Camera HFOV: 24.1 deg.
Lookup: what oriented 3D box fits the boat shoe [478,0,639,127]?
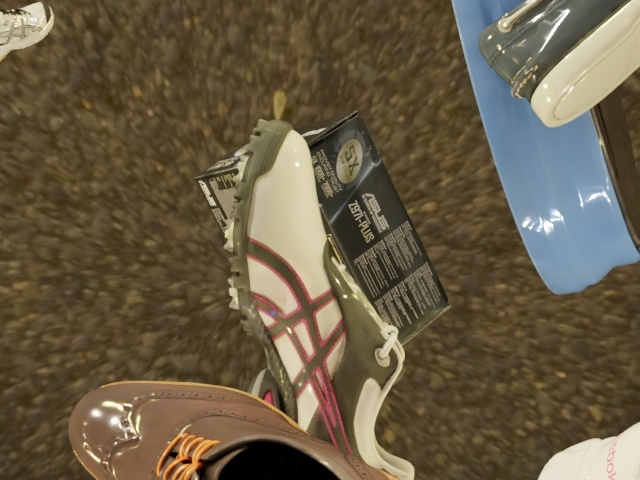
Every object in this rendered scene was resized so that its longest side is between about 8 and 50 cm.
[{"bbox_3d":[0.204,-0.177,0.881,0.254,0.095,0.079,-44,72,12],"label":"boat shoe"}]

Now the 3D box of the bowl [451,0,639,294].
[{"bbox_3d":[0.180,-0.153,1.185,0.077,0.391,0.391,-13,89,16],"label":"bowl"}]

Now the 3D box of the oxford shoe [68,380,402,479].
[{"bbox_3d":[-0.056,0.129,0.870,0.271,0.098,0.097,13,74,34],"label":"oxford shoe"}]

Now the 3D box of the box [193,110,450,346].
[{"bbox_3d":[0.000,0.000,1.222,0.077,0.147,0.180,-35,105,-34],"label":"box"}]

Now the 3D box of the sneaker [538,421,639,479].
[{"bbox_3d":[0.199,0.139,0.559,0.232,0.115,0.090,30,51,-10],"label":"sneaker"}]

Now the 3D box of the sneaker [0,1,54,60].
[{"bbox_3d":[-0.225,-0.155,1.072,0.032,0.037,0.083,18,45,35],"label":"sneaker"}]

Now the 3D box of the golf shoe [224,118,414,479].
[{"bbox_3d":[0.000,0.051,1.018,0.120,0.105,0.273,-3,96,10],"label":"golf shoe"}]
